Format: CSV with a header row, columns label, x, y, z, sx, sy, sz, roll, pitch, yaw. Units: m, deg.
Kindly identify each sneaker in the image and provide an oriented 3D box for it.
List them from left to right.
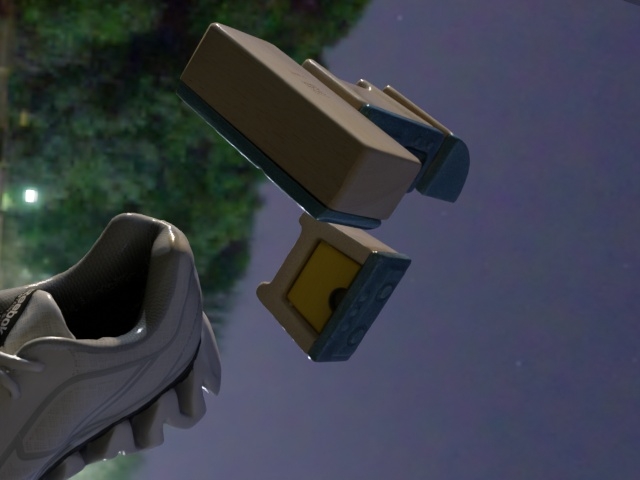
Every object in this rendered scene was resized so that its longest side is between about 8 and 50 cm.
label,x,y,z,sx,sy,sz,roll,pitch,yaw
sneaker,-0.161,0.090,0.576,0.110,0.292,0.118,32,-39,19

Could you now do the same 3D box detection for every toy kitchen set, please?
label,x,y,z,sx,sy,sz,roll,pitch,yaw
toy kitchen set,0.000,0.000,0.696,0.122,0.207,0.166,42,-72,31

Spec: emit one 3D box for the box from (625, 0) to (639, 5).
label,x,y,z,sx,sy,sz,roll,pitch,yaw
box,0.194,-0.079,0.332,0.073,0.293,0.295,-69,165,5
